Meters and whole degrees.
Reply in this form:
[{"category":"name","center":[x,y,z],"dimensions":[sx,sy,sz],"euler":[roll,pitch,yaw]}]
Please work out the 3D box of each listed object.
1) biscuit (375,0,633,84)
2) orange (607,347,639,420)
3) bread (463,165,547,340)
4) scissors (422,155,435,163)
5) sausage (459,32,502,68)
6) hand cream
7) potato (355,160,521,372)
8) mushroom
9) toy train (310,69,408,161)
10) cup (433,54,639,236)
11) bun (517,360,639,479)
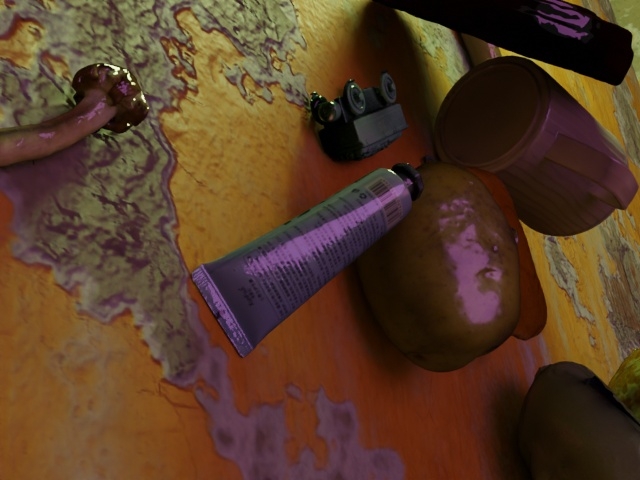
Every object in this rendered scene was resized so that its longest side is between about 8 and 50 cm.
[{"category":"biscuit","center":[0.268,-0.337,1.106],"dimensions":[0.407,0.091,0.407],"euler":[17,20,-6]},{"category":"orange","center":[0.589,0.321,1.185],"dimensions":[0.329,0.249,0.329],"euler":[-23,90,-82]},{"category":"bread","center":[0.222,0.023,1.004],"dimensions":[0.174,0.121,0.246],"euler":[3,65,-52]},{"category":"scissors","center":[0.194,-0.090,1.130],"dimensions":[0.119,0.014,0.058],"euler":[20,56,-43]},{"category":"sausage","center":[0.292,-0.430,1.435],"dimensions":[0.065,0.065,0.301],"euler":[-6,73,-55]},{"category":"hand cream","center":[0.000,0.000,0.725],"dimensions":[0.271,0.058,0.091],"euler":[-36,102,-31]},{"category":"potato","center":[0.136,0.027,0.852],"dimensions":[0.228,0.197,0.148],"euler":[60,-12,14]},{"category":"mushroom","center":[-0.201,-0.092,0.559],"dimensions":[0.187,0.061,0.060],"euler":[-41,109,-51]},{"category":"toy train","center":[0.051,-0.155,0.932],"dimensions":[0.172,0.070,0.100],"euler":[-33,107,-55]},{"category":"cup","center":[0.345,-0.121,1.164],"dimensions":[0.273,0.208,0.288],"euler":[26,34,-42]},{"category":"bun","center":[0.365,0.309,0.971],"dimensions":[0.293,0.187,0.293],"euler":[45,10,-10]}]
